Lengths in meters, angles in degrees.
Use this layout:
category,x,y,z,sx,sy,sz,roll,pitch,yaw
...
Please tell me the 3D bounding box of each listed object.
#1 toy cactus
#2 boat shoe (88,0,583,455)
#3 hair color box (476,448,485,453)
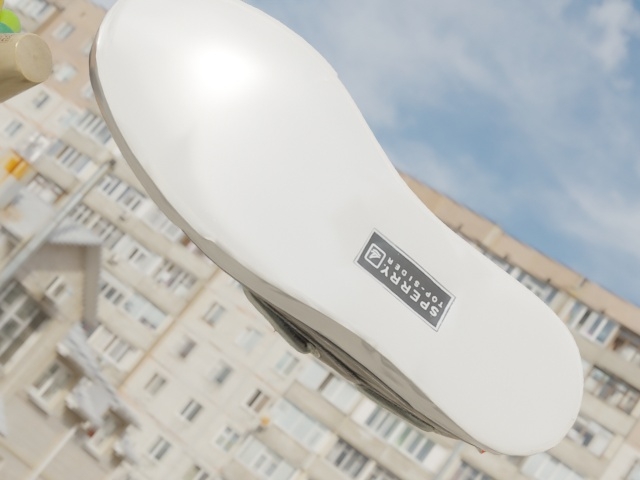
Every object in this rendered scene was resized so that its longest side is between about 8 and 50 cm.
category,x,y,z,sx,sy,sz,roll,pitch,yaw
toy cactus,-0.266,-0.125,0.783,0.180,0.219,0.112,-5,-69,33
boat shoe,0.000,0.000,0.556,0.301,0.108,0.102,40,-23,-15
hair color box,0.228,0.204,1.546,0.093,0.053,0.167,50,-32,46
